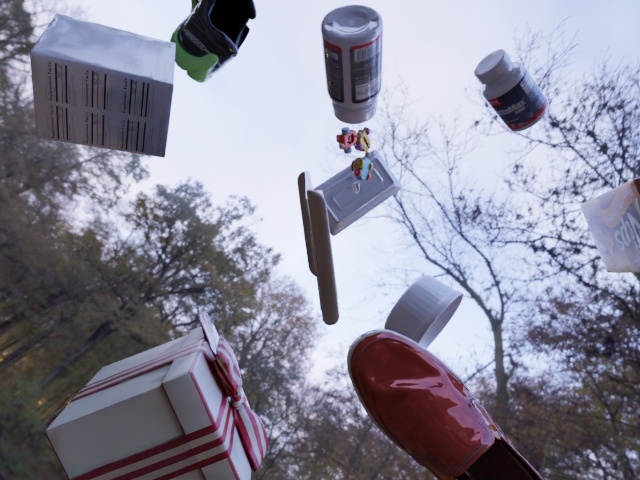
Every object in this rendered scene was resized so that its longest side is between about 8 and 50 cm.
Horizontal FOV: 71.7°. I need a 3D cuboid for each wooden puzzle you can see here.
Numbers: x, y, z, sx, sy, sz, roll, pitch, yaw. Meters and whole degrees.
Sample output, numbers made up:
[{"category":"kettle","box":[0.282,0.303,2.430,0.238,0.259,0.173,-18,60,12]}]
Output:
[{"category":"wooden puzzle","box":[0.000,0.000,0.776,0.239,0.044,0.221,-115,-164,-72]}]

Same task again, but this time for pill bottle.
[{"category":"pill bottle","box":[0.449,-0.357,1.054,0.180,0.108,0.108,39,-32,-24]},{"category":"pill bottle","box":[0.090,-0.475,1.226,0.161,0.161,0.283,30,-24,22]}]

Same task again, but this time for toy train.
[{"category":"toy train","box":[0.074,-0.200,1.041,0.046,0.125,0.166,16,-45,33]}]

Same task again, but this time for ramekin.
[{"category":"ramekin","box":[0.336,0.248,1.473,0.135,0.277,0.277,38,-37,27]}]

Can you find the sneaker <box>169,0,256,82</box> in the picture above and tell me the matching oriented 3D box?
[{"category":"sneaker","box":[-0.253,-0.632,1.188,0.202,0.483,0.185,-10,-26,26]}]

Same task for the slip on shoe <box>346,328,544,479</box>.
[{"category":"slip on shoe","box":[0.159,0.233,0.519,0.331,0.123,0.101,48,-13,21]}]

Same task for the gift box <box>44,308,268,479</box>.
[{"category":"gift box","box":[-0.246,0.290,0.757,0.276,0.258,0.255,-117,-173,-75]}]

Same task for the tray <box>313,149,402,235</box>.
[{"category":"tray","box":[0.102,-0.144,1.269,0.145,0.270,0.030,55,-17,0]}]

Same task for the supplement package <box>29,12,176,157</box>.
[{"category":"supplement package","box":[-0.371,-0.272,0.787,0.194,0.203,0.149,-108,-148,-46]}]

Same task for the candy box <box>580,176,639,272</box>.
[{"category":"candy box","box":[0.673,-0.029,0.937,0.087,0.316,0.183,-20,-99,11]}]
